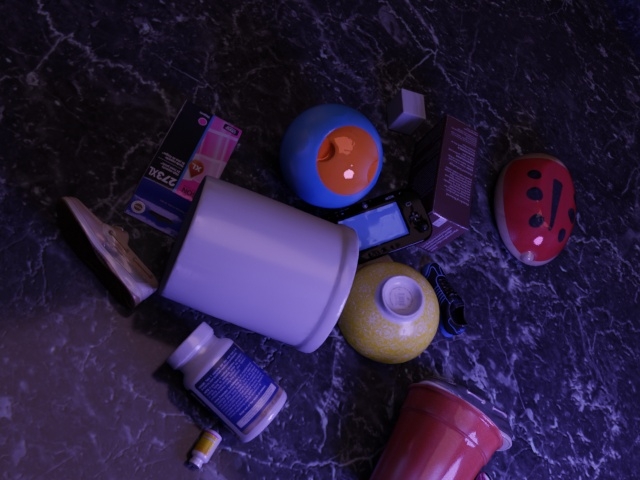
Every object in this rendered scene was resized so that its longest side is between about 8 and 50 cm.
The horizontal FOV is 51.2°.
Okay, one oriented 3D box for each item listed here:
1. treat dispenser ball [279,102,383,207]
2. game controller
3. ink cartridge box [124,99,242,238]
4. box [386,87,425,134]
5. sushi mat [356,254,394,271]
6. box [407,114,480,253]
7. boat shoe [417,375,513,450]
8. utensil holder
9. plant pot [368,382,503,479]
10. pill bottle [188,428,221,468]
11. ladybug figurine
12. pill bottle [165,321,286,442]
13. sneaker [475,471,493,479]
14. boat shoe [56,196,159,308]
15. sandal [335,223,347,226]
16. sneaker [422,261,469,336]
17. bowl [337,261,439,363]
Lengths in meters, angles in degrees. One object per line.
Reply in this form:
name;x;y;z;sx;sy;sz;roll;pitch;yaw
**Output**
treat dispenser ball;0.029;-0.232;1.846;0.288;0.288;0.288;11;62;-23
game controller;0.148;-0.032;1.870;0.319;0.067;0.167;-19;84;-6
ink cartridge box;-0.355;-0.188;1.765;0.175;0.069;0.371;28;60;-14
box;0.278;-0.419;2.178;0.087;0.101;0.102;11;61;-23
sushi mat;0.145;0.071;1.929;0.151;0.019;0.317;-32;84;-36
box;0.369;-0.175;2.057;0.143;0.191;0.382;26;58;-15
boat shoe;0.393;0.457;1.834;0.335;0.112;0.096;37;38;-14
utensil holder;-0.152;0.053;1.603;0.385;0.327;0.328;22;59;-14
plant pot;0.266;0.541;1.641;0.272;0.272;0.265;40;64;-5
pill bottle;-0.262;0.472;1.510;0.043;0.043;0.083;38;55;-7
ladybug figurine;0.736;-0.120;2.241;0.305;0.162;0.450;26;58;-16
pill bottle;-0.219;0.321;1.537;0.264;0.153;0.153;45;55;-3
sneaker;0.479;0.687;1.789;0.074;0.063;0.170;-29;88;-34
boat shoe;-0.499;0.015;1.568;0.302;0.109;0.098;52;49;-4
sandal;0.000;0.000;1.820;0.049;0.180;0.072;-9;82;-74
sneaker;0.373;0.163;1.961;0.081;0.090;0.232;-8;71;-30
bowl;0.197;0.173;1.785;0.289;0.156;0.290;4;67;-10
